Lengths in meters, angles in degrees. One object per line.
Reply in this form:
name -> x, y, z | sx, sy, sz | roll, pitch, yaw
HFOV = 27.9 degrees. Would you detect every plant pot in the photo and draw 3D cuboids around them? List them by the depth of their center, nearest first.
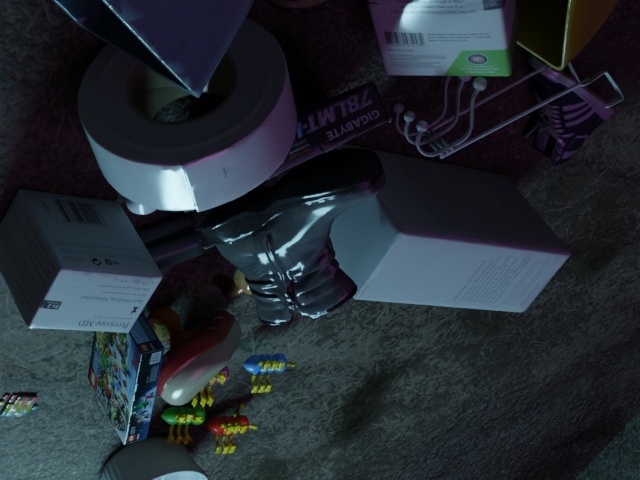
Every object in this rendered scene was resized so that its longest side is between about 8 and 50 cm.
plant pot -> -0.204, -0.371, 1.532 | 0.252, 0.247, 0.247 | -54, 145, -5
plant pot -> 0.360, -0.429, 1.964 | 0.187, 0.212, 0.212 | -36, 147, -23

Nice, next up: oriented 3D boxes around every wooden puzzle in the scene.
wooden puzzle -> -0.517, 0.283, 2.213 | 0.083, 0.006, 0.049 | 10, 125, -45

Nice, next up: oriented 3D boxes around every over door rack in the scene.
over door rack -> 0.283, -0.235, 2.057 | 0.324, 0.239, 0.108 | -17, 105, -1

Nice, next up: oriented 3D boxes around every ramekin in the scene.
ramekin -> -0.330, 0.472, 2.496 | 0.207, 0.109, 0.207 | -23, 143, -18

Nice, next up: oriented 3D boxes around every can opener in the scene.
can opener -> -0.219, -0.015, 2.058 | 0.280, 0.074, 0.093 | -23, 145, -14

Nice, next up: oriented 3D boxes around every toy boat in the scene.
toy boat -> -0.237, 0.176, 2.212 | 0.151, 0.151, 0.231 | -45, -174, 13

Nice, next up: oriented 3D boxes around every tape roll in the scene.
tape roll -> -0.175, -0.177, 1.727 | 0.286, 0.286, 0.100 | -27, 144, -12

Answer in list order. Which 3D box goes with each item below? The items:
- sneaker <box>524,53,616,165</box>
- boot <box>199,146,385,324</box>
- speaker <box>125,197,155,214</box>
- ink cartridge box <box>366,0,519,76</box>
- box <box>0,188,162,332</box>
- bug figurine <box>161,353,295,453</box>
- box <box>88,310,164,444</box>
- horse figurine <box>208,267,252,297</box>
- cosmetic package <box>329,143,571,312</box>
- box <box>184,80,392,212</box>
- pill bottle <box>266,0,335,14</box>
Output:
sneaker -> 0.416, -0.231, 2.309 | 0.153, 0.099, 0.282 | -49, 146, 15
boot -> 0.000, 0.000, 1.960 | 0.338, 0.118, 0.223 | -17, 118, 37
speaker -> -0.272, -0.102, 1.931 | 0.055, 0.055, 0.136 | -22, 142, -18
ink cartridge box -> 0.173, -0.366, 1.860 | 0.198, 0.115, 0.273 | 3, 147, 16
box -> -0.362, 0.031, 1.901 | 0.181, 0.182, 0.119 | 6, 127, -44
bug figurine -> -0.181, 0.296, 2.448 | 0.216, 0.072, 0.279 | 3, 135, -33
box -> -0.327, 0.205, 2.148 | 0.044, 0.159, 0.233 | -14, 139, -30
horse figurine -> -0.089, 0.013, 2.128 | 0.066, 0.174, 0.263 | 37, 111, -11
cosmetic package -> 0.204, -0.013, 2.274 | 0.453, 0.230, 0.161 | 8, 127, -43
box -> -0.069, -0.134, 1.900 | 0.295, 0.073, 0.293 | -27, -173, -11
pill bottle -> -0.035, -0.417, 1.706 | 0.122, 0.123, 0.219 | -27, 144, -12
